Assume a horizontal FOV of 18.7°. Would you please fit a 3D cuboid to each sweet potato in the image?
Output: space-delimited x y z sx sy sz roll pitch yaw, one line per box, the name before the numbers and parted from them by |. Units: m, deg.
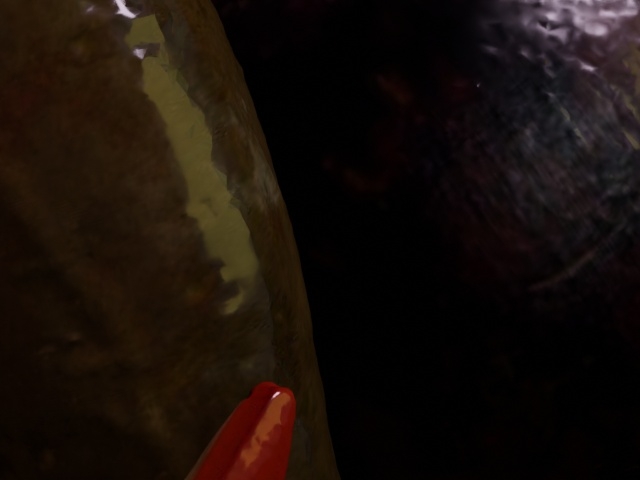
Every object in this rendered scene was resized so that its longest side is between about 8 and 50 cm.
sweet potato | -0.057 0.067 0.603 0.130 0.130 0.423 -42 119 -79

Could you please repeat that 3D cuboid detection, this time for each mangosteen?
mangosteen | 0.031 -0.050 0.761 0.359 0.306 0.306 59 15 -25

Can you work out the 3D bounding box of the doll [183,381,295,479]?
doll | -0.040 0.130 0.514 0.169 0.057 0.109 -49 125 -35
